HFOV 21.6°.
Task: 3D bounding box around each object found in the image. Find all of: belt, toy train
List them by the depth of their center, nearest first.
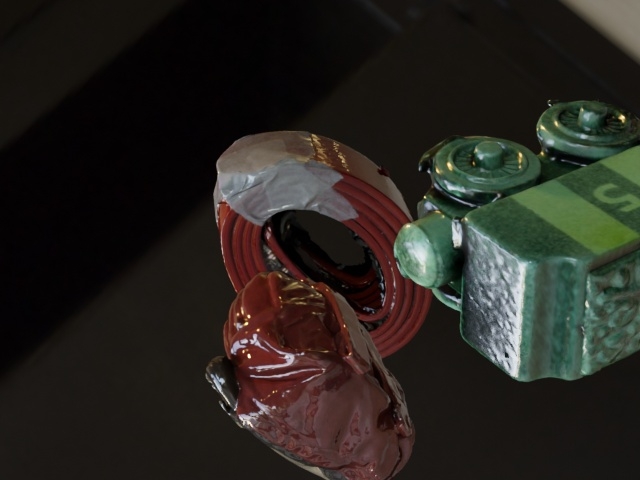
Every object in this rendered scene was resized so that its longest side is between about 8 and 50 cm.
[{"bbox_3d":[0.223,-0.003,1.450,0.299,0.238,0.167,-21,-52,-26],"label":"toy train"},{"bbox_3d":[0.000,0.000,2.042,0.227,0.324,0.115,-36,27,9],"label":"belt"}]

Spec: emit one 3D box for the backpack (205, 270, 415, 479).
[{"bbox_3d":[-0.005,0.121,1.565,0.139,0.229,0.229,-44,-15,13],"label":"backpack"}]
